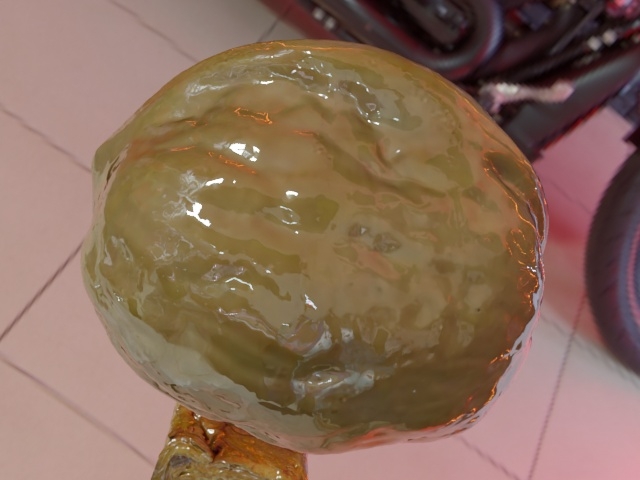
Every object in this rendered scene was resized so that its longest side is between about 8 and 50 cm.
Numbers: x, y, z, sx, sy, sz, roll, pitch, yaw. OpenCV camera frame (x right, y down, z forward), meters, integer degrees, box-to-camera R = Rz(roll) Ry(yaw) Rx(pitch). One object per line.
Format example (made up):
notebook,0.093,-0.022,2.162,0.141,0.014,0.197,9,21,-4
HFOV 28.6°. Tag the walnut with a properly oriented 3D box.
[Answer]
walnut,0.000,0.000,0.437,0.167,0.149,0.166,18,35,-13

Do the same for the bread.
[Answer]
bread,-0.102,0.245,1.235,0.149,0.158,0.143,25,17,-4
